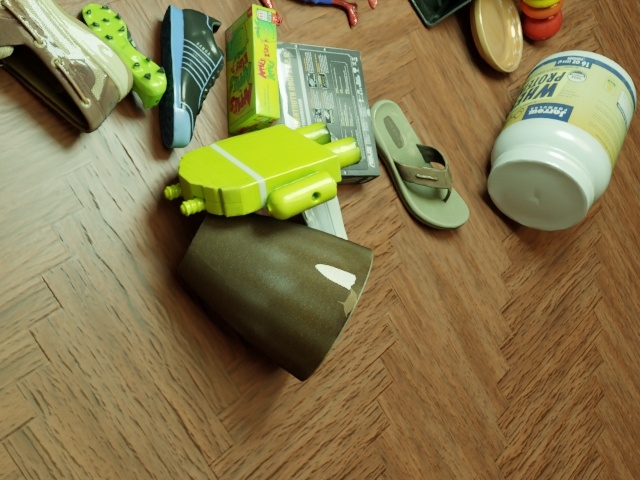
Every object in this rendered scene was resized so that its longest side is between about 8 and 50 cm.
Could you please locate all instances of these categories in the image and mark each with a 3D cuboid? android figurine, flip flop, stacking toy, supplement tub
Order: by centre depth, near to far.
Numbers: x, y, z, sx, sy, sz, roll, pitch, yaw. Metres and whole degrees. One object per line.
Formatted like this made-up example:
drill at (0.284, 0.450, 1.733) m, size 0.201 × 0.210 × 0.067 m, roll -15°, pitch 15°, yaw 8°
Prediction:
android figurine at (-0.086, -0.101, 1.075) m, size 0.273 × 0.248 × 0.056 m, roll -23°, pitch 124°, yaw -25°
flip flop at (0.184, -0.138, 1.363) m, size 0.112 × 0.080 × 0.277 m, roll -38°, pitch 100°, yaw -35°
supplement tub at (0.474, -0.197, 1.489) m, size 0.228 × 0.228 × 0.316 m, roll 43°, pitch 57°, yaw -19°
stacking toy at (0.460, -0.537, 1.552) m, size 0.330 × 0.141 × 0.141 m, roll 63°, pitch 39°, yaw -58°

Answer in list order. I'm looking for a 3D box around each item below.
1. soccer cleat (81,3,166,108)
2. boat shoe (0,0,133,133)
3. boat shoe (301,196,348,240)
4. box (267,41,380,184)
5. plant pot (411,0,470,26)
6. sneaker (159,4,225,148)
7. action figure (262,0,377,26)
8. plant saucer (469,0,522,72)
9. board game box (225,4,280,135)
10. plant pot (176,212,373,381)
soccer cleat at (-0.289, -0.265, 1.084) m, size 0.060 × 0.072 × 0.179 m, roll -30°, pitch 74°, yaw -38°
boat shoe at (-0.408, -0.269, 0.966) m, size 0.342 × 0.123 × 0.123 m, roll 41°, pitch 57°, yaw -27°
boat shoe at (0.000, 0.000, 1.206) m, size 0.081 × 0.079 × 0.227 m, roll -15°, pitch 104°, yaw -3°
box at (-0.001, -0.211, 1.269) m, size 0.183 × 0.056 × 0.230 m, roll -4°, pitch 81°, yaw -34°
plant pot at (0.263, -0.568, 1.480) m, size 0.188 × 0.187 × 0.167 m, roll 54°, pitch 42°, yaw -11°
sneaker at (-0.189, -0.244, 1.131) m, size 0.091 × 0.081 × 0.232 m, roll 6°, pitch 73°, yaw -26°
action figure at (-0.033, -0.412, 1.276) m, size 0.281 × 0.091 × 0.139 m, roll 13°, pitch 62°, yaw -32°
plant saucer at (0.364, -0.446, 1.569) m, size 0.200 × 0.037 × 0.199 m, roll 10°, pitch 77°, yaw -51°
board game box at (-0.108, -0.265, 1.186) m, size 0.043 × 0.092 × 0.181 m, roll 6°, pitch 74°, yaw -34°
plant pot at (-0.078, 0.052, 1.075) m, size 0.231 × 0.215 × 0.215 m, roll 29°, pitch 62°, yaw -6°
